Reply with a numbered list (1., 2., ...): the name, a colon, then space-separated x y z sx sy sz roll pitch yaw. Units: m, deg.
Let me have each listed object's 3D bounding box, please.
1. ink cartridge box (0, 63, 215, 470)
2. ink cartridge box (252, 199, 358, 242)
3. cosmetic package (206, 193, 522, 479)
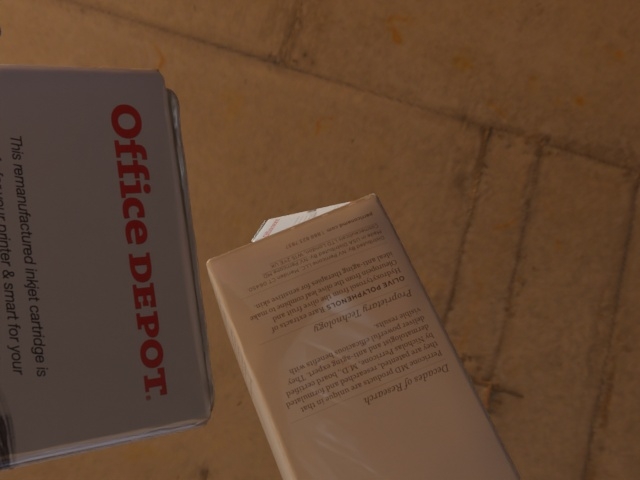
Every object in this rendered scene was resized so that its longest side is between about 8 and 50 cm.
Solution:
1. ink cartridge box: -0.208 0.020 0.439 0.272 0.114 0.197 -5 -96 -31
2. ink cartridge box: 0.000 0.000 1.002 0.135 0.099 0.056 -12 -75 11
3. cosmetic package: 0.049 0.178 0.681 0.155 0.197 0.366 -22 -112 -9
